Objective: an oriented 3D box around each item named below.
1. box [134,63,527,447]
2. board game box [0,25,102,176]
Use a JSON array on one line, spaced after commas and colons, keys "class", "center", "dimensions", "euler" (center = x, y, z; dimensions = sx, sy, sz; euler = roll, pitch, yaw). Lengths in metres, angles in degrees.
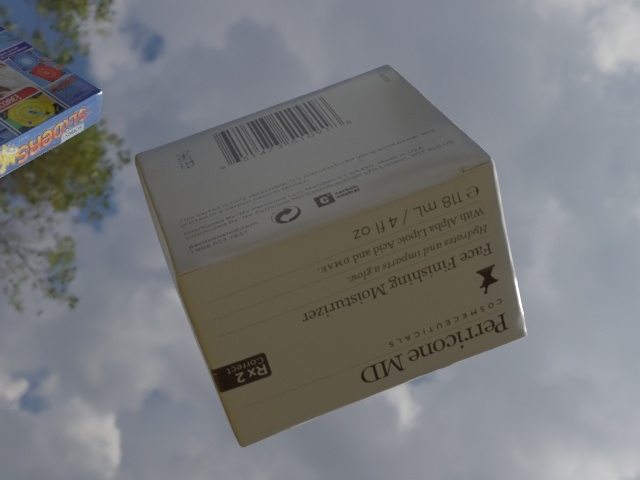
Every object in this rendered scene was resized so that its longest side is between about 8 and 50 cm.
[{"class": "box", "center": [0.000, 0.000, 0.709], "dimensions": [0.182, 0.180, 0.119], "euler": [-123, -166, -60]}, {"class": "board game box", "center": [-0.292, -0.099, 0.942], "dimensions": [0.136, 0.201, 0.035], "euler": [33, -45, 19]}]
